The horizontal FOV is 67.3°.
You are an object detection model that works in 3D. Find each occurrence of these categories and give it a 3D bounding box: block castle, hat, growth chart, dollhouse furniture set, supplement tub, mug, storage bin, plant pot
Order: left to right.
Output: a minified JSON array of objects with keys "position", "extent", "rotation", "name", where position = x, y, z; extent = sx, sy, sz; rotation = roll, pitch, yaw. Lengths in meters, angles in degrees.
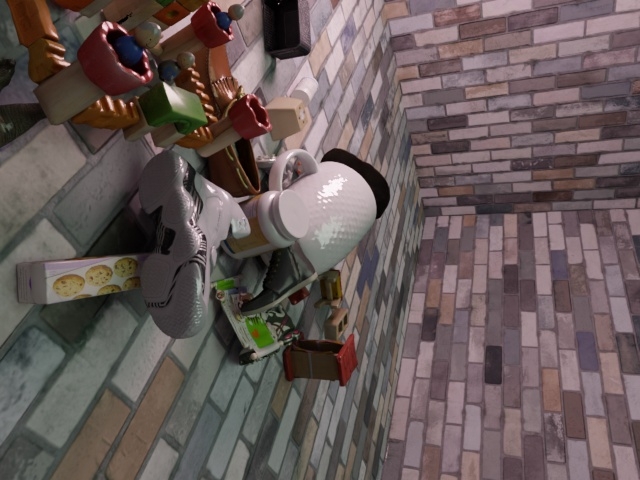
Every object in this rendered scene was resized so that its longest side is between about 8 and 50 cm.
[{"position":[-0.263,-0.330,0.809],"extent":[0.302,0.213,0.453],"rotation":[68,19,5],"name":"block castle"},{"position":[-0.186,0.193,1.235],"extent":[0.237,0.021,0.172],"rotation":[59,23,2],"name":"growth chart"},{"position":[-0.144,-0.040,1.199],"extent":[0.144,0.200,0.144],"rotation":[33,50,-49],"name":"supplement tub"},{"position":[-0.102,-0.659,1.467],"extent":[0.084,0.122,0.180],"rotation":[-14,102,-67],"name":"storage bin"},{"position":[-0.101,-0.382,1.490],"extent":[0.109,0.096,0.109],"rotation":[-63,144,-48],"name":"plant pot"},{"position":[-0.054,-0.509,1.647],"extent":[0.107,0.071,0.071],"rotation":[-68,148,-43],"name":"supplement tub"},{"position":[-0.040,-0.084,1.406],"extent":[0.328,0.276,0.374],"rotation":[-46,126,-44],"name":"mug"},{"position":[-0.008,0.264,1.530],"extent":[0.152,0.201,0.373],"rotation":[-38,125,-63],"name":"dollhouse furniture set"},{"position":[0.086,-0.164,1.731],"extent":[0.134,0.331,0.331],"rotation":[-47,137,-26],"name":"hat"}]

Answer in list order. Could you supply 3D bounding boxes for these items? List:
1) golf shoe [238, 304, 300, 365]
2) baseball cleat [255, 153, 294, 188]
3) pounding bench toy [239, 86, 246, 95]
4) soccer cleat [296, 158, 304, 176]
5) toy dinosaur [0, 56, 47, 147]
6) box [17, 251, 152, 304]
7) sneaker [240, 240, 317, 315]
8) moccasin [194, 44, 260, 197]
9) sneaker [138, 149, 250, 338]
[{"position":[-0.159,0.267,1.347],"extent":[0.120,0.105,0.273],"rotation":[68,21,2],"name":"golf shoe"},{"position":[-0.130,-0.206,1.446],"extent":[0.206,0.072,0.109],"rotation":[-23,117,-62],"name":"baseball cleat"},{"position":[-0.216,-0.347,1.265],"extent":[0.065,0.052,0.083],"rotation":[47,46,-59],"name":"pounding bench toy"},{"position":[-0.040,-0.237,1.682],"extent":[0.196,0.068,0.076],"rotation":[72,22,-51],"name":"soccer cleat"},{"position":[-0.472,-0.170,0.595],"extent":[0.313,0.121,0.160],"rotation":[3,98,-73],"name":"toy dinosaur"},{"position":[-0.368,0.058,0.858],"extent":[0.324,0.063,0.067],"rotation":[-3,92,-68],"name":"box"},{"position":[-0.125,0.096,1.223],"extent":[0.222,0.083,0.118],"rotation":[-31,99,-24],"name":"sneaker"},{"position":[-0.215,-0.288,1.139],"extent":[0.139,0.147,0.379],"rotation":[-31,117,-65],"name":"moccasin"},{"position":[-0.229,0.015,0.934],"extent":[0.210,0.137,0.365],"rotation":[27,44,-57],"name":"sneaker"}]
